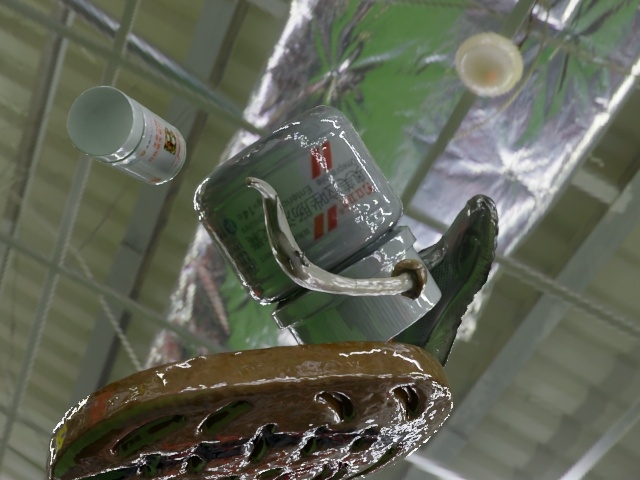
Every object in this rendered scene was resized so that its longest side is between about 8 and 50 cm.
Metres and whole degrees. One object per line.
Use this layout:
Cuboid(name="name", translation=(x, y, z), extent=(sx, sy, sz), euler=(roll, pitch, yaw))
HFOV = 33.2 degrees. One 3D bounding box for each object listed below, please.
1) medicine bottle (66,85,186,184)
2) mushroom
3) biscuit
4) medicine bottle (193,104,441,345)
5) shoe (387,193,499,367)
Cuboid(name="medicine bottle", translation=(-0.234, -0.125, 1.322), extent=(0.086, 0.183, 0.086), euler=(-2, -97, 12))
Cuboid(name="mushroom", translation=(0.010, 0.014, 0.988), extent=(0.043, 0.068, 0.306), euler=(9, -9, 37))
Cuboid(name="biscuit", translation=(-0.062, 0.190, 0.968), extent=(0.368, 0.063, 0.314), euler=(-3, -34, -24))
Cuboid(name="medicine bottle", translation=(0.000, 0.000, 1.451), extent=(0.245, 0.245, 0.306), euler=(-32, -87, 38))
Cuboid(name="shoe", translation=(0.156, 0.063, 1.715), extent=(0.171, 0.132, 0.336), euler=(19, -72, -9))
